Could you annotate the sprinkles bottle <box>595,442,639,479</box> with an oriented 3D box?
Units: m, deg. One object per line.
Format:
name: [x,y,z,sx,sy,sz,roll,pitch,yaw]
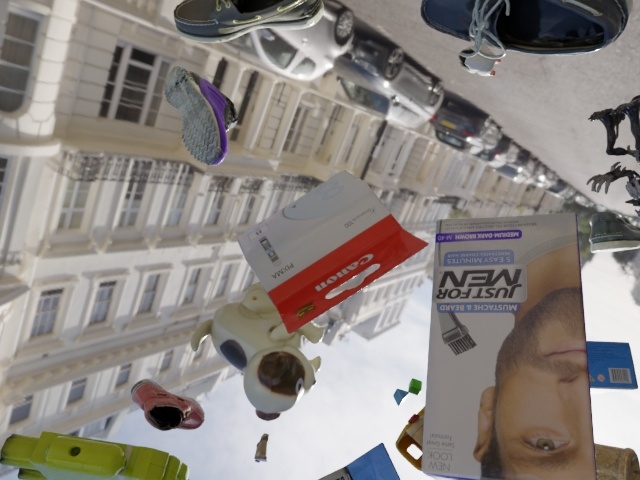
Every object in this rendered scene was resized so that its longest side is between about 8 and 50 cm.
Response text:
sprinkles bottle: [0.612,0.565,1.338,0.121,0.121,0.355,7,171,-44]

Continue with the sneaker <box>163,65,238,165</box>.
sneaker: [-0.239,-0.276,1.164,0.146,0.102,0.293,11,-138,-46]

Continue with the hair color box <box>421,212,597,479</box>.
hair color box: [0.240,0.135,0.666,0.185,0.339,0.110,-3,152,23]

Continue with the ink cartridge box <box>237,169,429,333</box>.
ink cartridge box: [0.000,0.000,1.073,0.091,0.308,0.385,60,175,-23]

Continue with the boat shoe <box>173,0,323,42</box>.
boat shoe: [-0.150,-0.463,1.010,0.305,0.109,0.091,-4,163,9]

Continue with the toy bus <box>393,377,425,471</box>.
toy bus: [0.263,0.434,1.198,0.202,0.104,0.191,10,-141,-9]

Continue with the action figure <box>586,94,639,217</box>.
action figure: [0.613,-0.131,1.013,0.275,0.141,0.164,63,170,-7]

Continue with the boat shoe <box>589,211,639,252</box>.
boat shoe: [0.771,-0.025,1.316,0.319,0.099,0.116,-2,171,-43]

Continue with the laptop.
laptop: [0.106,0.951,1.712,0.236,0.408,0.382,81,164,-61]

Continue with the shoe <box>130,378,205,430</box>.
shoe: [-0.266,0.320,0.946,0.081,0.063,0.178,30,166,48]

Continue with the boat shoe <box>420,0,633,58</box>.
boat shoe: [0.228,-0.270,0.627,0.254,0.095,0.079,24,-125,28]

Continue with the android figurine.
android figurine: [-0.312,0.344,0.760,0.273,0.248,0.056,13,-129,-3]

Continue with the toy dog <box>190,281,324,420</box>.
toy dog: [-0.167,0.337,1.591,0.395,0.284,0.408,2,-151,-31]

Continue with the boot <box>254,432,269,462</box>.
boot: [-0.185,0.669,1.674,0.042,0.118,0.087,24,-122,-11]

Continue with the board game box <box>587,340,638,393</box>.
board game box: [0.408,0.271,1.067,0.308,0.086,0.302,3,159,-2]

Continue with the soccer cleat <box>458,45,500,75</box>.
soccer cleat: [0.341,-0.408,1.155,0.076,0.068,0.196,16,-156,-4]
